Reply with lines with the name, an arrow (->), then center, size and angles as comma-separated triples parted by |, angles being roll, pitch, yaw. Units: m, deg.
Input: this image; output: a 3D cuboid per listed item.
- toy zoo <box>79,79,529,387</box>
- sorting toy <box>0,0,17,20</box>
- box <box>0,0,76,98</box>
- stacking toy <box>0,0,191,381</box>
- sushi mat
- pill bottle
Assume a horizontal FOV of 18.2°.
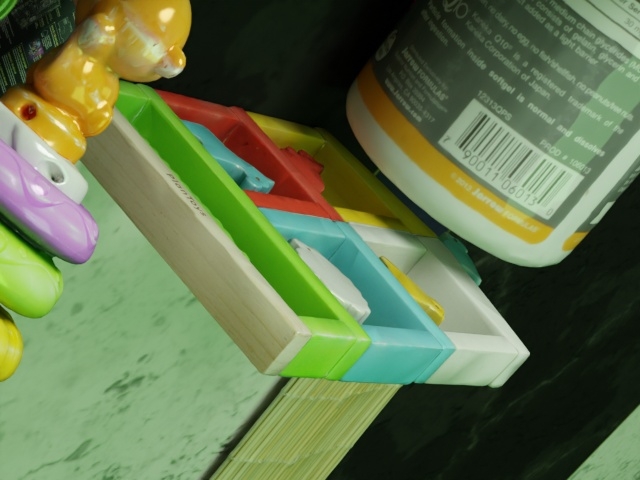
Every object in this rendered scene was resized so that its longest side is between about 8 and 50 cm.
toy zoo -> 0.000, 0.000, 1.062 | 0.030, 0.192, 0.293 | -50, 154, 17
sorting toy -> -0.168, -0.111, 0.807 | 0.102, 0.061, 0.042 | -4, -178, -1
box -> -0.136, -0.095, 0.921 | 0.067, 0.018, 0.083 | -35, 154, -15
stacking toy -> -0.164, -0.006, 0.874 | 0.302, 0.175, 0.166 | -49, 153, -3
sushi mat -> -0.022, 0.155, 1.473 | 0.316, 0.019, 0.151 | -52, 154, 21
pill bottle -> 0.153, -0.133, 1.106 | 0.278, 0.162, 0.162 | -52, 153, 19
